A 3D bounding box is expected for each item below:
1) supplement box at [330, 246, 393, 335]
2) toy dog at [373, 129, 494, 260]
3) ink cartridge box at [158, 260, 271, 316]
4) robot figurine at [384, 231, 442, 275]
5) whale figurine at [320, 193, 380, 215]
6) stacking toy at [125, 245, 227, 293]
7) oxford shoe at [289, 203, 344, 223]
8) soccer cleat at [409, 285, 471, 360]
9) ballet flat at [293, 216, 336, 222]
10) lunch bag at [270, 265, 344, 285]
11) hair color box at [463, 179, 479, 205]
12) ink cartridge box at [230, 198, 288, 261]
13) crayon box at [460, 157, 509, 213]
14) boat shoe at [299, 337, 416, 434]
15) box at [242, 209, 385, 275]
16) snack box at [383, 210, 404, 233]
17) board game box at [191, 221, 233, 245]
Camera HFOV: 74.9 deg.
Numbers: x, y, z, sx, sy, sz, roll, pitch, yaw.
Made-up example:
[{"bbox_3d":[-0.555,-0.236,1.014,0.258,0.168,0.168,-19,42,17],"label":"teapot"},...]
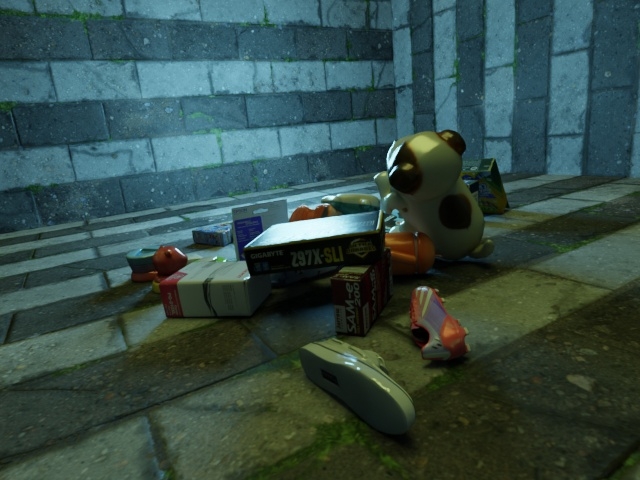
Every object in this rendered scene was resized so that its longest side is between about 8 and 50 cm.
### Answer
[{"bbox_3d":[0.104,0.108,0.971,0.073,0.130,0.239,1,17,25],"label":"supplement box"},{"bbox_3d":[0.318,-0.132,1.235,0.285,0.408,0.395,-30,41,1],"label":"toy dog"},{"bbox_3d":[-0.268,0.124,1.104,0.237,0.100,0.172,-3,15,14],"label":"ink cartridge box"},{"bbox_3d":[0.230,0.039,1.197,0.219,0.128,0.158,-3,-29,8],"label":"robot figurine"},{"bbox_3d":[0.132,-0.133,1.806,0.272,0.141,0.216,1,4,-38],"label":"whale figurine"},{"bbox_3d":[-0.481,0.053,1.401,0.309,0.130,0.279,8,20,42],"label":"stacking toy"},{"bbox_3d":[-0.022,-0.075,1.820,0.133,0.130,0.364,24,-10,-32],"label":"oxford shoe"},{"bbox_3d":[0.213,0.159,0.843,0.095,0.083,0.248,-11,17,-3],"label":"soccer cleat"},{"bbox_3d":[-0.013,-0.024,1.608,0.280,0.095,0.096,-5,55,42],"label":"ballet flat"},{"bbox_3d":[-0.069,0.044,1.324,0.303,0.115,0.243,-13,14,-23],"label":"lunch bag"},{"bbox_3d":[0.500,-0.173,1.814,0.347,0.173,0.105,8,22,43],"label":"hair color box"},{"bbox_3d":[-0.207,-0.033,1.471,0.206,0.208,0.045,-12,19,-25],"label":"ink cartridge box"},{"bbox_3d":[0.690,-0.219,1.835,0.203,0.323,0.083,7,59,40],"label":"crayon box"},{"bbox_3d":[0.064,0.209,0.665,0.084,0.095,0.258,-20,21,-31],"label":"boat shoe"},{"bbox_3d":[0.000,0.000,1.055,0.322,0.079,0.257,-7,14,12],"label":"box"},{"bbox_3d":[0.357,-0.059,1.590,0.322,0.060,0.187,-5,27,2],"label":"snack box"},{"bbox_3d":[-0.427,-0.026,1.823,0.194,0.060,0.194,-17,20,-39],"label":"board game box"}]
